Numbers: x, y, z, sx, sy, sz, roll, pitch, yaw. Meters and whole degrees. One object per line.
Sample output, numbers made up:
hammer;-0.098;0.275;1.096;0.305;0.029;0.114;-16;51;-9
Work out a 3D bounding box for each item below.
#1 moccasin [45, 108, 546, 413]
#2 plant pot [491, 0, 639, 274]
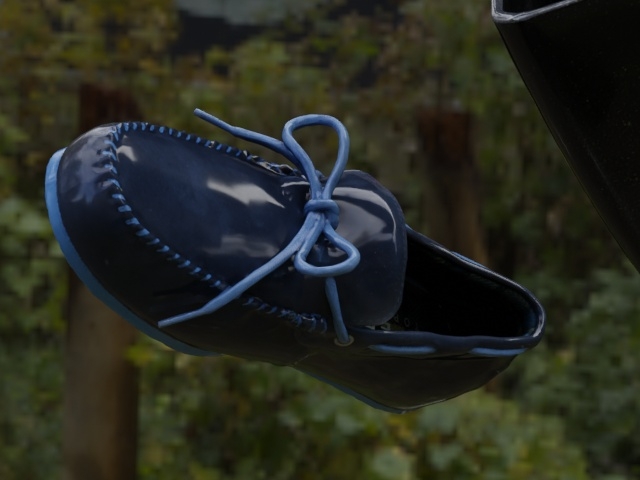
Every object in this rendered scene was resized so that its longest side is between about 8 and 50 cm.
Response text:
moccasin;0.000;0.000;1.054;0.117;0.137;0.342;-23;-26;32
plant pot;0.176;-0.066;0.691;0.188;0.167;0.187;-17;25;13
